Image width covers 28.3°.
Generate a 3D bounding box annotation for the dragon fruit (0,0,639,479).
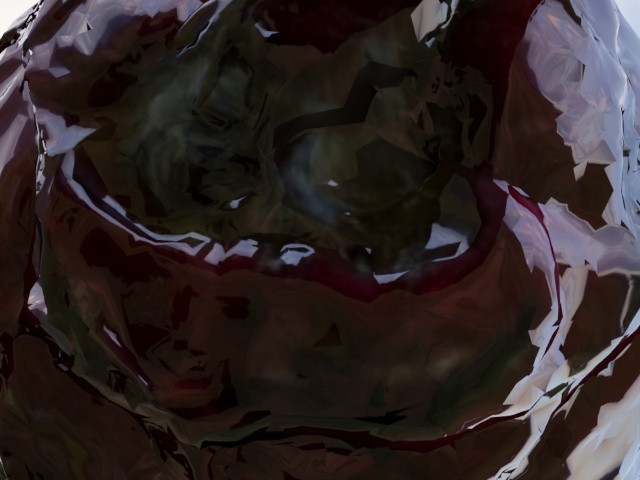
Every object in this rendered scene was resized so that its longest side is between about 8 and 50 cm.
[{"bbox_3d":[0.000,0.003,0.509,0.329,0.329,0.329,13,-43,12],"label":"dragon fruit"}]
